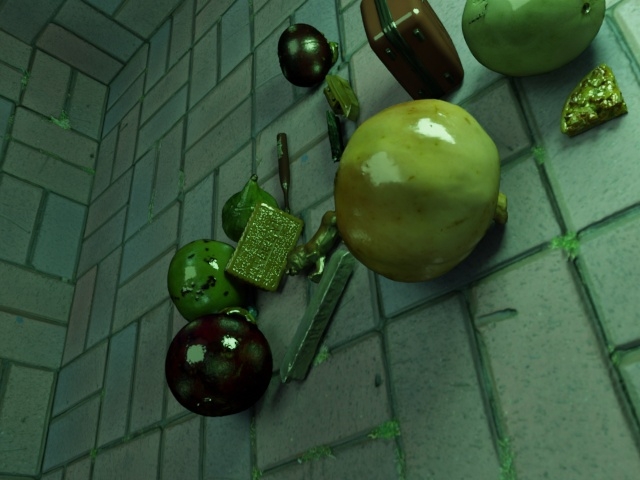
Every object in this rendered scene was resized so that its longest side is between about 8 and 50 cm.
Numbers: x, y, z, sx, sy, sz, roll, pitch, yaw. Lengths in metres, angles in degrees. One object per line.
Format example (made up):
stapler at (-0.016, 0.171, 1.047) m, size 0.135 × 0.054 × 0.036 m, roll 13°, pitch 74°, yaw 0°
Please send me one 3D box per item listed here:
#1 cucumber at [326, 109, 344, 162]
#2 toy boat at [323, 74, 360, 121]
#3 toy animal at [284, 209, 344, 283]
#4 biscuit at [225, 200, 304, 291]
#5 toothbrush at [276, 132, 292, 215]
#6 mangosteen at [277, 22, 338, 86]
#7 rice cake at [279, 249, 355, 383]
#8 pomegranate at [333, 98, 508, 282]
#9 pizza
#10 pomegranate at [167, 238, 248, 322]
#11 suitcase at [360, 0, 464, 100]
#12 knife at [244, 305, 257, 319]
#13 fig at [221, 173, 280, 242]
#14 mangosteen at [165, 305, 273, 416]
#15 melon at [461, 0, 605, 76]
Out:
cucumber at (0.050, -0.311, 1.852) m, size 0.046 × 0.070 × 0.220 m, roll -7°, pitch 56°, yaw 3°
toy boat at (0.066, -0.460, 1.913) m, size 0.088 × 0.068 × 0.226 m, roll -47°, pitch 44°, yaw 28°
toy animal at (0.000, 0.000, 1.713) m, size 0.312 × 0.097 × 0.157 m, roll -52°, pitch 34°, yaw 13°
biscuit at (-0.170, 0.021, 1.822) m, size 0.254 × 0.172 × 0.029 m, roll -67°, pitch 12°, yaw -10°
toothbrush at (-0.123, -0.231, 2.020) m, size 0.041 × 0.041 × 0.364 m, roll -33°, pitch 48°, yaw 33°
mangosteen at (-0.042, -0.637, 2.039) m, size 0.216 × 0.216 × 0.216 m, roll -26°, pitch 52°, yaw 38°
rice cake at (-0.008, 0.210, 1.626) m, size 0.070 × 0.064 × 0.399 m, roll 23°, pitch 88°, yaw 61°
pomegranate at (0.228, -0.109, 1.308) m, size 0.411 × 0.411 × 0.411 m, roll -26°, pitch 52°, yaw 38°
pizza at (0.583, -0.301, 1.246) m, size 0.134 × 0.046 × 0.175 m, roll 19°, pitch 85°, yaw 52°
pomegranate at (-0.334, 0.129, 1.879) m, size 0.323 × 0.291 × 0.290 m, roll -13°, pitch 61°, yaw 37°
suitcase at (0.244, -0.530, 1.562) m, size 0.161 × 0.297 × 0.236 m, roll -29°, pitch 50°, yaw 26°
knife at (-0.251, 0.327, 1.871) m, size 0.058 × 0.032 × 0.244 m, roll 11°, pitch 83°, yaw 44°
fig at (-0.237, -0.114, 1.910) m, size 0.203 × 0.235 × 0.203 m, roll -4°, pitch 44°, yaw 4°
mangosteen at (-0.289, 0.332, 1.699) m, size 0.306 × 0.306 × 0.359 m, roll -40°, pitch 34°, yaw 27°
melon at (0.461, -0.506, 1.325) m, size 0.268 × 0.268 × 0.330 m, roll -63°, pitch 31°, yaw 2°
